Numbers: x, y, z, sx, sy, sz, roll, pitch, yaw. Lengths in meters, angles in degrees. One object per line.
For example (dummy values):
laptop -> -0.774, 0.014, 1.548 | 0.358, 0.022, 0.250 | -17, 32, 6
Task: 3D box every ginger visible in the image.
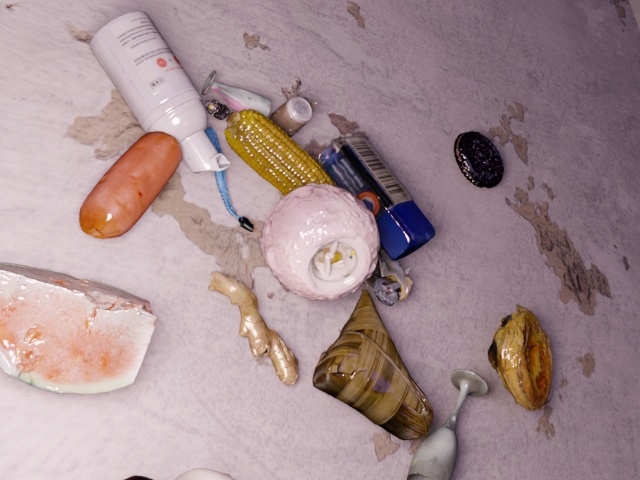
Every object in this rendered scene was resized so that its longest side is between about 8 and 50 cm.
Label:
ginger -> -0.138, 0.182, 1.479 | 0.288, 0.075, 0.089 | 54, 53, -10

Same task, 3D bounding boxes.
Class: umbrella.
umbrella -> -0.228, -0.291, 1.590 | 0.040, 0.144, 0.037 | 37, 95, 0

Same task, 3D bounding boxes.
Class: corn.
corn -> -0.075, -0.167, 1.652 | 0.363, 0.120, 0.120 | 42, 50, -20

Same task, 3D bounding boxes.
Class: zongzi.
zongzi -> 0.149, 0.276, 1.604 | 0.286, 0.134, 0.288 | 37, 44, -10

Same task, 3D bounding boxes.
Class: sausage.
sausage -> -0.376, -0.104, 1.394 | 0.113, 0.113, 0.259 | 41, 52, -16

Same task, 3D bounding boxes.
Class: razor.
razor -> -0.214, -0.136, 1.580 | 0.082, 0.042, 0.253 | 34, 35, -78

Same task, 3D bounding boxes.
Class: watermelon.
watermelon -> -0.442, 0.126, 1.194 | 0.305, 0.180, 0.224 | 21, 44, -27

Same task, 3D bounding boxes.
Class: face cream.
face cream -> -0.325, -0.285, 1.495 | 0.145, 0.145, 0.369 | -33, 92, -42

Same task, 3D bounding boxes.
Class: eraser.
eraser -> 0.138, -0.113, 1.748 | 0.332, 0.101, 0.155 | 54, 31, 11

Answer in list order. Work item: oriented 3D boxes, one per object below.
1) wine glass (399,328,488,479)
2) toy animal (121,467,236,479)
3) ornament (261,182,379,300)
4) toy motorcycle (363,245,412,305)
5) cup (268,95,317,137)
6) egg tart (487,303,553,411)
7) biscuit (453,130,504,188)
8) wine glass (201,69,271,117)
wine glass -> 0.227, 0.405, 1.676 | 0.264, 0.096, 0.309 | 31, 51, 7
toy animal -> -0.242, 0.490, 1.155 | 0.310, 0.251, 0.250 | 14, 61, -46
ornament -> 0.000, 0.000, 1.546 | 0.259, 0.259, 0.225 | 19, 20, -30
toy motorcycle -> 0.153, 0.062, 1.743 | 0.130, 0.094, 0.229 | 10, 51, -39
cup -> -0.060, -0.299, 1.732 | 0.102, 0.099, 0.074 | -2, 72, -38
egg tart -> 0.530, 0.313, 1.895 | 0.297, 0.132, 0.297 | 21, 61, -46
biscuit -> 0.479, -0.245, 2.150 | 0.195, 0.053, 0.194 | 16, 61, -32
wine glass -> -0.198, -0.332, 1.665 | 0.155, 0.073, 0.073 | 24, 57, -23
